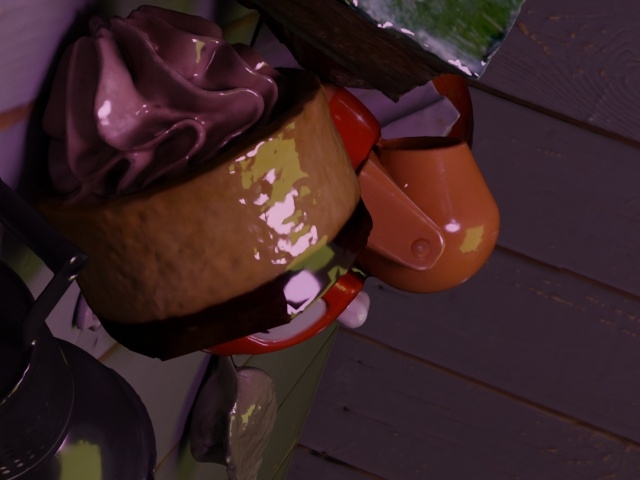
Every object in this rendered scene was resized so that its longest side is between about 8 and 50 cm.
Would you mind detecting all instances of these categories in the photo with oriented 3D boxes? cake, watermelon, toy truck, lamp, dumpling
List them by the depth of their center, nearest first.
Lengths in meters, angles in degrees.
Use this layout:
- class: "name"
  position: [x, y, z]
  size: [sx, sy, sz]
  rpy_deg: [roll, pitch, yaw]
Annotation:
- class: "lamp"
  position: [-0.184, 0.086, 0.905]
  size: [0.172, 0.147, 0.227]
  rpy_deg: [-43, 158, -13]
- class: "watermelon"
  position: [0.004, -0.214, 1.029]
  size: [0.151, 0.264, 0.302]
  rpy_deg: [-56, -177, 0]
- class: "cake"
  position: [-0.082, -0.055, 1.041]
  size: [0.185, 0.207, 0.178]
  rpy_deg: [-31, 121, -15]
- class: "toy truck"
  position: [0.000, 0.000, 1.410]
  size: [0.265, 0.239, 0.189]
  rpy_deg: [-56, -178, 14]
- class: "dumpling"
  position: [-0.104, 0.211, 2.013]
  size: [0.150, 0.092, 0.176]
  rpy_deg: [-57, 166, -72]

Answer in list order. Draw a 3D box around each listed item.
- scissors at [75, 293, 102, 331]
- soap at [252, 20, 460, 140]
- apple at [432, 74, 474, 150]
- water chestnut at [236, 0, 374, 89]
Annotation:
- class: "scissors"
  position: [-0.151, -0.015, 1.286]
  size: [0.100, 0.015, 0.189]
  rpy_deg: [-64, 170, -47]
- class: "soap"
  position: [-0.046, -0.143, 1.623]
  size: [0.302, 0.258, 0.159]
  rpy_deg: [-25, 180, 8]
- class: "apple"
  position: [0.085, -0.127, 1.951]
  size: [0.251, 0.163, 0.293]
  rpy_deg: [83, 18, -44]
- class: "water chestnut"
  position: [0.051, -0.227, 1.359]
  size: [0.223, 0.238, 0.224]
  rpy_deg: [10, 90, -81]
